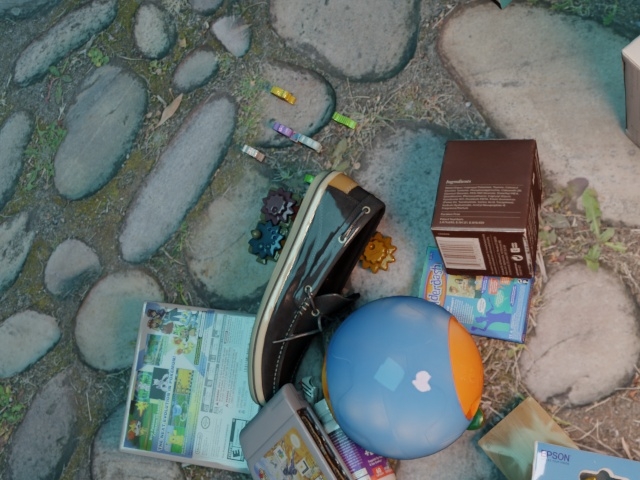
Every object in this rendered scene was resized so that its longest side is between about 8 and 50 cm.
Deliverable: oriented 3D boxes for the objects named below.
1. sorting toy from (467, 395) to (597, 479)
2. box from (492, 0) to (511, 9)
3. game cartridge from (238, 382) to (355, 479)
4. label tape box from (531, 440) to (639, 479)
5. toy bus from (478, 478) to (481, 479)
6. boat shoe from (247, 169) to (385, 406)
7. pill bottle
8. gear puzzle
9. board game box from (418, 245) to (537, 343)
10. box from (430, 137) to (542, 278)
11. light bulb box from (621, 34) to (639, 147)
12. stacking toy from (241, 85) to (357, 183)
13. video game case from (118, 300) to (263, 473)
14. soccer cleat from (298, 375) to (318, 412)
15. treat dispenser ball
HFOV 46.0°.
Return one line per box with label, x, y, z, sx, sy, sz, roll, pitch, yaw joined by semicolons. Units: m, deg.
sorting toy;0.385;0.381;1.360;0.132;0.046;0.274;-45;66;8
box;0.329;-0.559;1.478;0.060;0.244;0.100;-42;67;8
game cartridge;-0.040;0.448;1.436;0.198;0.062;0.297;-48;63;27
label tape box;0.416;0.517;1.228;0.249;0.115;0.347;13;80;-8
toy bus;0.278;0.568;1.321;0.211;0.149;0.220;41;93;11
boat shoe;-0.012;0.112;1.491;0.156;0.187;0.500;23;96;16
pill bottle;0.059;0.395;1.456;0.108;0.108;0.193;-31;69;13
gear puzzle;0.000;0.000;1.600;0.339;0.044;0.175;18;86;24
board game box;0.297;0.103;1.456;0.210;0.047;0.160;9;83;23
box;0.311;-0.058;1.390;0.167;0.168;0.203;2;59;23
light bulb box;0.700;-0.275;1.205;0.361;0.358;0.225;-40;65;9
stacking toy;-0.051;-0.230;1.667;0.221;0.052;0.167;27;90;24
video game case;-0.263;0.308;1.614;0.300;0.036;0.328;6;82;11
soccer cleat;-0.017;0.318;1.548;0.036;0.029;0.083;-29;65;19
treat dispenser ball;0.145;0.242;1.350;0.288;0.288;0.288;-5;77;21
